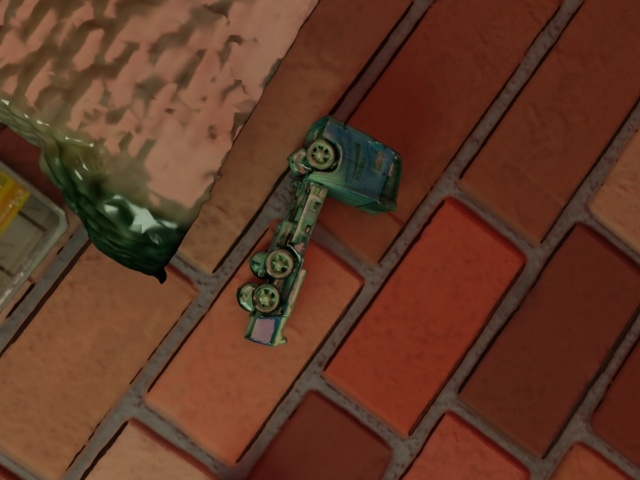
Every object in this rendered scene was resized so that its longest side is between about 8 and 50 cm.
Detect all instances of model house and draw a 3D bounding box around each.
[{"bbox_3d":[-0.154,-0.148,0.731,0.284,0.298,0.243,33,85,-7],"label":"model house"}]

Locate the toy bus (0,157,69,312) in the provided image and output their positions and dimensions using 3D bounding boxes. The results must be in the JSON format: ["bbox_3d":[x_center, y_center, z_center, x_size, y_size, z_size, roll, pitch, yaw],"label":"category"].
[{"bbox_3d":[-0.286,0.058,0.796,0.106,0.092,0.268,40,78,-18],"label":"toy bus"}]

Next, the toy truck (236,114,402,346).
[{"bbox_3d":[0.000,0.000,0.875,0.081,0.067,0.175,22,82,-12],"label":"toy truck"}]
